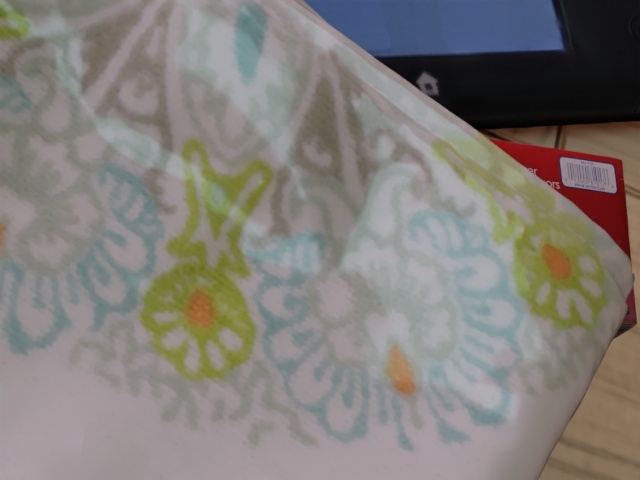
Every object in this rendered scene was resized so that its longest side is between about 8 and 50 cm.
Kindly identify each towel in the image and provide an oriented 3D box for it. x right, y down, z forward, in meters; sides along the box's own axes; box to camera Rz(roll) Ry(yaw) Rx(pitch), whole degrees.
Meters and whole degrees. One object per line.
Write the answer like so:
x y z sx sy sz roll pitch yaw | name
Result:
-0.090 0.055 0.602 0.320 0.090 0.374 37 62 -4 | towel

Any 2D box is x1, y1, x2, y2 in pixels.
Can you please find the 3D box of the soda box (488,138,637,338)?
0.000 0.000 0.766 0.263 0.092 0.083 8 67 -20 | soda box

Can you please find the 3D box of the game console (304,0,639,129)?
0.015 -0.214 0.893 0.386 0.060 0.342 -5 69 -25 | game console
